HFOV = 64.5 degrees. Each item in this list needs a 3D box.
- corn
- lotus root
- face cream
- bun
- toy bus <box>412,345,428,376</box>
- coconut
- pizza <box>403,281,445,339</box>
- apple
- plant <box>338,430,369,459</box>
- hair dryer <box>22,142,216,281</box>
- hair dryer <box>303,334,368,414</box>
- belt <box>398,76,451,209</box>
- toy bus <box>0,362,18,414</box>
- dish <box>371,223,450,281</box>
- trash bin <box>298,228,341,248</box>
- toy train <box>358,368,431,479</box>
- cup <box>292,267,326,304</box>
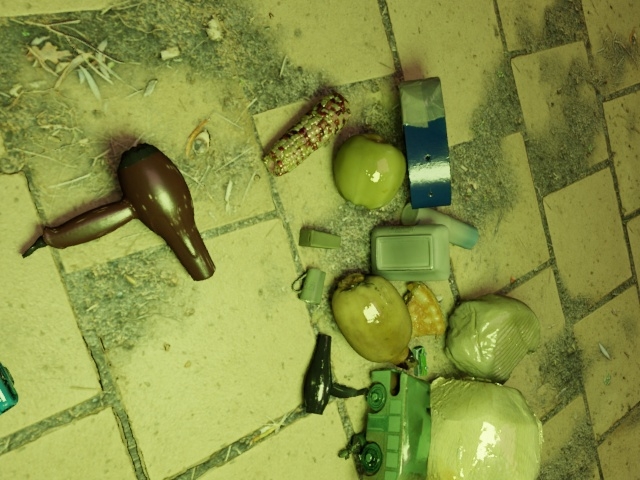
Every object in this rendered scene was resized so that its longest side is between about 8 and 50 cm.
[{"bbox_3d":[-0.030,-0.267,1.258,0.280,0.092,0.092,-45,111,-21],"label":"corn"},{"bbox_3d":[0.152,0.223,1.311,0.182,0.182,0.310,-41,108,-25],"label":"lotus root"},{"bbox_3d":[0.354,-0.042,1.494,0.250,0.077,0.077,19,79,-29],"label":"face cream"},{"bbox_3d":[0.490,0.277,1.501,0.281,0.204,0.282,-11,108,-34],"label":"bun"},{"bbox_3d":[0.289,0.350,1.472,0.037,0.031,0.084,-7,93,-22],"label":"toy bus"},{"bbox_3d":[0.412,0.562,1.363,0.346,0.346,0.361,24,69,-29],"label":"coconut"},{"bbox_3d":[0.255,0.226,1.440,0.198,0.062,0.188,-29,102,-21],"label":"pizza"},{"bbox_3d":[0.126,-0.178,1.299,0.199,0.200,0.200,1,88,-31],"label":"apple"},{"bbox_3d":[0.090,0.541,1.334,0.102,0.051,0.051,-16,97,-36],"label":"plant"},{"bbox_3d":[-0.410,-0.004,1.031,0.340,0.123,0.313,-27,114,-18],"label":"hair dryer"},{"bbox_3d":[0.052,0.361,1.321,0.219,0.075,0.196,25,66,-39],"label":"hair dryer"},{"bbox_3d":[0.279,-0.261,1.366,0.117,0.212,0.347,-5,84,12],"label":"belt"},{"bbox_3d":[-0.620,0.206,0.859,0.113,0.134,0.247,-28,102,-29],"label":"toy bus"},{"bbox_3d":[0.228,0.034,1.337,0.077,0.212,0.152,-1,90,-66],"label":"dish"},{"bbox_3d":[0.000,0.000,1.286,0.092,0.060,0.043,11,83,-33],"label":"trash bin"},{"bbox_3d":[0.197,0.494,1.302,0.129,0.159,0.327,27,60,-35],"label":"toy train"},{"bbox_3d":[-0.027,0.115,1.280,0.054,0.074,0.083,42,59,-63],"label":"cup"}]
